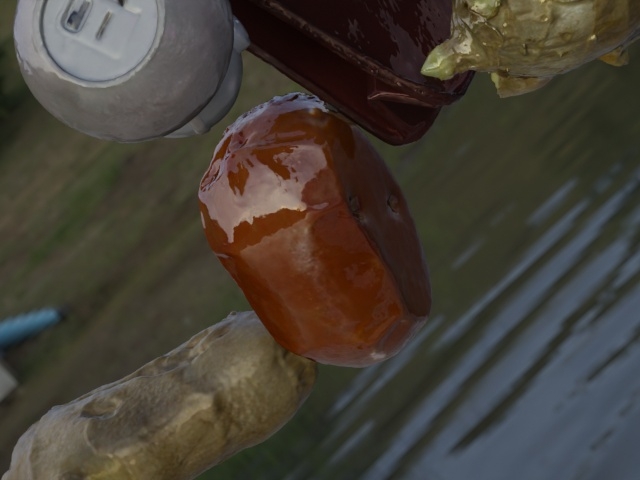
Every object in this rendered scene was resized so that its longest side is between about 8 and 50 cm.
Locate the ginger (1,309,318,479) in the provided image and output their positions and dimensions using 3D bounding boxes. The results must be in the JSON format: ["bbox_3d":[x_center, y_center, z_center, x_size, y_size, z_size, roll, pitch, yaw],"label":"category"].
[{"bbox_3d":[-0.156,0.175,1.728,0.354,0.126,0.190,-32,7,15],"label":"ginger"}]

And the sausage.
[{"bbox_3d":[0.001,0.000,1.577,0.141,0.268,0.153,-8,42,24],"label":"sausage"}]

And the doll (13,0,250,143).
[{"bbox_3d":[-0.117,-0.131,1.300,0.151,0.151,0.287,-43,-6,3],"label":"doll"}]

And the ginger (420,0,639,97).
[{"bbox_3d":[0.163,-0.168,1.289,0.216,0.102,0.157,-25,-19,-1],"label":"ginger"}]

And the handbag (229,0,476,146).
[{"bbox_3d":[0.021,-0.243,1.533,0.084,0.275,0.260,-44,19,55],"label":"handbag"}]
